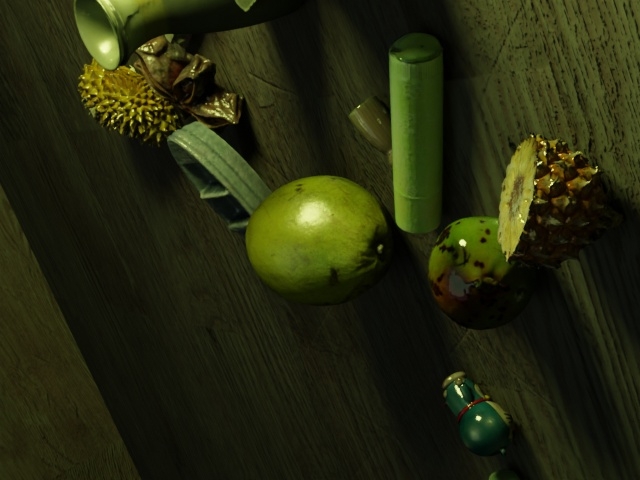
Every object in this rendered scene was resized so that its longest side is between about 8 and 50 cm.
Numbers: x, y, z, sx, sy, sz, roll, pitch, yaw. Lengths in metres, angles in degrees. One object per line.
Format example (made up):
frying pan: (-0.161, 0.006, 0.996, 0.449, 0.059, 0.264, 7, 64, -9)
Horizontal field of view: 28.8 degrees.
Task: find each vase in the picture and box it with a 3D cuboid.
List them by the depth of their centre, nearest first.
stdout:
vase: (-0.191, -0.359, 1.806, 0.173, 0.321, 0.173, 42, 149, 33)
vase: (0.091, -0.158, 1.817, 0.101, 0.053, 0.053, 52, 153, 7)

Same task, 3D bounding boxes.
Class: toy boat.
toy boat: (-0.163, -0.095, 2.213, 0.283, 0.078, 0.127, 50, 159, -20)

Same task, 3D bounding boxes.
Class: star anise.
star anise: (-0.234, -0.284, 2.201, 0.220, 0.099, 0.214, 43, 160, -11)

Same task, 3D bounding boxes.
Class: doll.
doll: (0.248, 0.277, 1.949, 0.152, 0.085, 0.114, 55, 170, 36)

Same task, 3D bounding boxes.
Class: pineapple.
pineapple: (0.302, -0.039, 1.512, 0.176, 0.136, 0.161, 113, 166, -64)

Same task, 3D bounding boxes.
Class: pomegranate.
pomegranate: (0.205, 0.043, 1.714, 0.220, 0.156, 0.156, 0, 117, 65)

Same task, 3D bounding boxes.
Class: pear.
pear: (0.000, 0.000, 1.964, 0.269, 0.212, 0.212, 8, 123, 48)

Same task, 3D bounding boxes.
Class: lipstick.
lipstick: (0.134, -0.145, 1.728, 0.076, 0.076, 0.304, 38, 145, 38)

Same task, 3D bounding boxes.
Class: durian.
durian: (-0.382, -0.266, 2.458, 0.249, 0.138, 0.183, 31, 133, 36)

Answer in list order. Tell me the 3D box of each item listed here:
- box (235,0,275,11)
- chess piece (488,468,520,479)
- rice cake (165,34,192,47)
box: (-0.023, -0.406, 1.628, 0.138, 0.178, 0.274, 60, 153, 1)
chess piece: (0.328, 0.473, 1.954, 0.298, 0.175, 0.176, 35, 146, 63)
rice cake: (-0.223, -0.409, 2.120, 0.270, 0.049, 0.055, 126, 133, -61)
